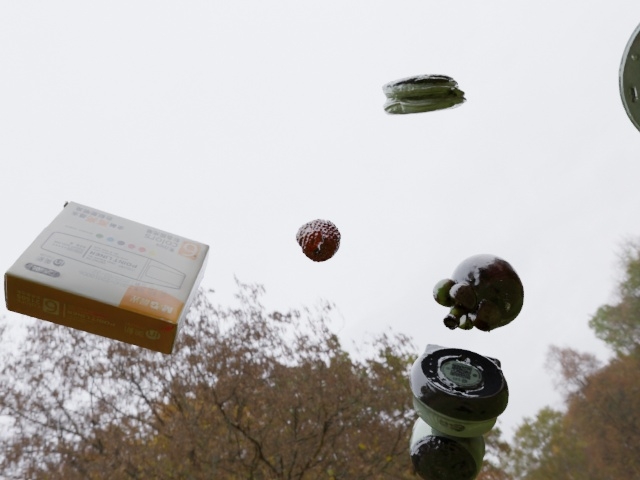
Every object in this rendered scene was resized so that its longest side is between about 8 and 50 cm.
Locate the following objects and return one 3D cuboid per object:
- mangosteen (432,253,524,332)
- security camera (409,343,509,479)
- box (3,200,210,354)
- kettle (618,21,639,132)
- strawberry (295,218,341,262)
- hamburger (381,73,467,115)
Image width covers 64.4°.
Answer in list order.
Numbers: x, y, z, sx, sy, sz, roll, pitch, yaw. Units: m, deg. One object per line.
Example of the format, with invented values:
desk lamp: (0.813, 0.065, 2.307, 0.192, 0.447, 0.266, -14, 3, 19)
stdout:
mangosteen: (0.337, 0.110, 1.085, 0.184, 0.172, 0.172, 0, -46, -3)
security camera: (0.273, 0.386, 1.070, 0.197, 0.191, 0.277, 10, -64, 15)
box: (-0.347, 0.058, 0.870, 0.274, 0.220, 0.091, 18, -54, -10)
kettle: (0.255, -0.127, 0.305, 0.148, 0.126, 0.098, -29, -16, -30)
strawberry: (0.000, 0.000, 0.922, 0.083, 0.096, 0.083, -7, -68, -18)
hamburger: (0.171, -0.246, 0.860, 0.133, 0.140, 0.062, -15, -76, -37)
